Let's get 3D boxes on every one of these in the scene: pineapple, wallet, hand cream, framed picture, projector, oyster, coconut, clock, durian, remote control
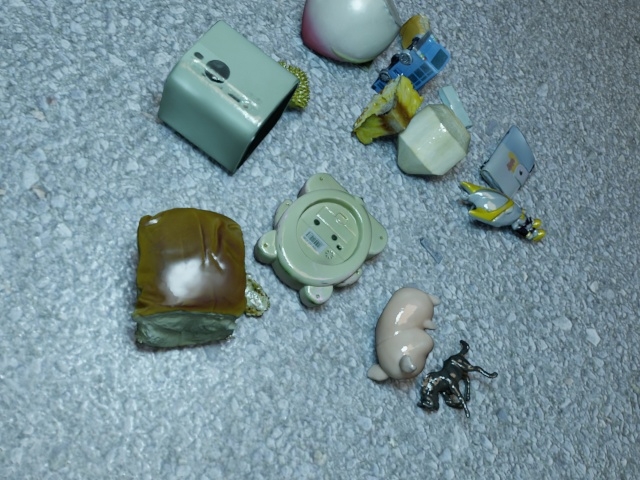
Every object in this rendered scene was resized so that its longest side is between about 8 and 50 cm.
[{"bbox_3d":[0.202,-0.373,1.645,0.114,0.186,0.236,42,92,-21],"label":"pineapple"},{"bbox_3d":[0.620,-0.248,1.841,0.170,0.069,0.231,49,64,-18],"label":"wallet"},{"bbox_3d":[0.326,0.026,1.639,0.093,0.019,0.030,46,62,-3],"label":"hand cream"},{"bbox_3d":[0.129,-0.587,1.805,0.089,0.006,0.066,31,61,-9],"label":"framed picture"},{"bbox_3d":[-0.234,-0.361,1.425,0.249,0.248,0.248,37,60,-6],"label":"projector"},{"bbox_3d":[-0.176,0.127,1.384,0.086,0.029,0.132,-5,69,-31],"label":"oyster"},{"bbox_3d":[0.325,-0.289,1.665,0.202,0.222,0.202,45,21,-22],"label":"coconut"},{"bbox_3d":[0.000,0.000,1.464,0.284,0.114,0.309,45,62,-3],"label":"clock"},{"bbox_3d":[-0.087,-0.455,1.597,0.146,0.102,0.208,35,15,-43],"label":"durian"},{"bbox_3d":[0.455,-0.447,1.873,0.061,0.029,0.162,-22,80,-27],"label":"remote control"}]

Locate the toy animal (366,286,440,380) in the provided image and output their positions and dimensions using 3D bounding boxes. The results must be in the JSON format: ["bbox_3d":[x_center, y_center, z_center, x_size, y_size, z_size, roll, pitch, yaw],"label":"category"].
[{"bbox_3d":[0.216,0.236,1.430,0.154,0.166,0.250,18,57,-5],"label":"toy animal"}]

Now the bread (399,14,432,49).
[{"bbox_3d":[0.318,-0.687,1.867,0.082,0.106,0.125,2,67,-23],"label":"bread"}]

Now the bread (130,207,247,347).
[{"bbox_3d":[-0.294,0.078,1.241,0.250,0.225,0.279,1,65,-23],"label":"bread"}]

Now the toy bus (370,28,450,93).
[{"bbox_3d":[0.274,-0.519,1.715,0.133,0.234,0.116,42,60,-11],"label":"toy bus"}]

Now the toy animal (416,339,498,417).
[{"bbox_3d":[0.358,0.371,1.478,0.148,0.084,0.233,44,64,0],"label":"toy animal"}]

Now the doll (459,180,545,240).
[{"bbox_3d":[0.563,-0.084,1.735,0.316,0.103,0.145,23,66,-21],"label":"doll"}]

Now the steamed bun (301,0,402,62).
[{"bbox_3d":[0.072,-0.672,1.684,0.309,0.309,0.309,8,67,-20],"label":"steamed bun"}]
